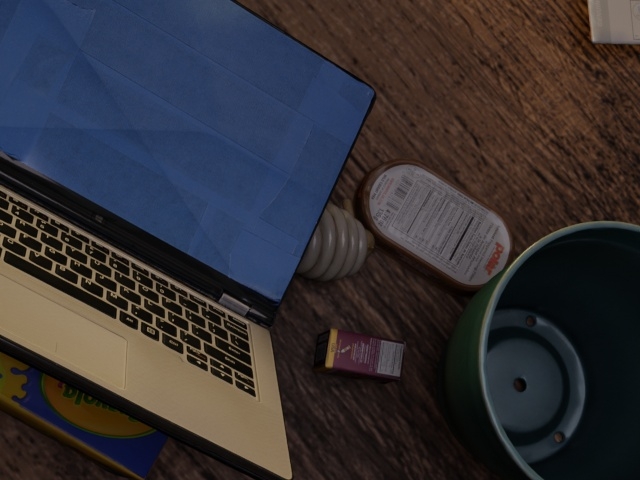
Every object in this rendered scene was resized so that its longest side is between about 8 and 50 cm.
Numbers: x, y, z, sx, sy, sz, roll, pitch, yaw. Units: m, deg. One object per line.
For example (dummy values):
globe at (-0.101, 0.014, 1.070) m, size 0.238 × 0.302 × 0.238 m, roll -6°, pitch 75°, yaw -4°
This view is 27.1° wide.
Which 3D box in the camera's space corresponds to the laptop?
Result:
laptop at (-0.141, -0.065, 1.103) m, size 0.382 × 0.408 × 0.236 m, roll 30°, pitch 108°, yaw -18°

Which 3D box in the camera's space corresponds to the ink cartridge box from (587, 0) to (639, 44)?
ink cartridge box at (0.406, -0.349, 1.575) m, size 0.239 × 0.060 × 0.275 m, roll -1°, pitch 80°, yaw -14°

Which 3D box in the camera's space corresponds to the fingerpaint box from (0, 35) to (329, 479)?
fingerpaint box at (-0.275, -0.043, 1.253) m, size 0.445 × 0.163 × 0.371 m, roll 34°, pitch 73°, yaw -15°

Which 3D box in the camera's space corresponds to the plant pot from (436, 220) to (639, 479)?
plant pot at (0.239, 0.136, 1.335) m, size 0.272 × 0.255 × 0.271 m, roll 3°, pitch 79°, yaw -15°

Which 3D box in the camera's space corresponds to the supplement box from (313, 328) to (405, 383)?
supplement box at (0.040, 0.121, 1.390) m, size 0.083 × 0.055 × 0.043 m, roll 12°, pitch 76°, yaw -13°

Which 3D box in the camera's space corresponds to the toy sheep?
toy sheep at (0.000, 0.000, 1.386) m, size 0.132 × 0.091 × 0.091 m, roll 2°, pitch 79°, yaw -29°

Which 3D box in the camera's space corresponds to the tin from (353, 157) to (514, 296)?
tin at (0.125, -0.014, 1.450) m, size 0.190 × 0.040 × 0.106 m, roll 32°, pitch 78°, yaw -7°
